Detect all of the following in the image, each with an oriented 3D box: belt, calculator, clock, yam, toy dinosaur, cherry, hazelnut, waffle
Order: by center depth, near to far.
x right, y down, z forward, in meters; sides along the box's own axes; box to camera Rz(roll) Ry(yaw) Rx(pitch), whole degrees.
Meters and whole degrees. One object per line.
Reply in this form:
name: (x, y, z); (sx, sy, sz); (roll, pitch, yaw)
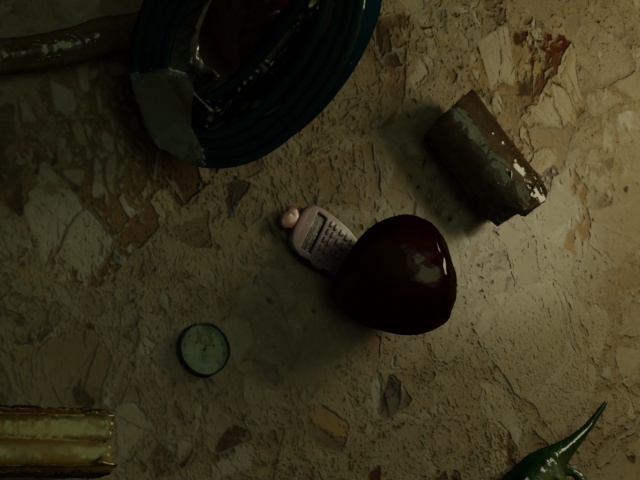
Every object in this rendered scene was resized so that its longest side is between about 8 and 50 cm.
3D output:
waffle: (-0.429, 0.255, 1.356); (0.308, 0.213, 0.091); (6, 76, -30)
belt: (-0.099, -0.308, 1.593); (0.300, 0.436, 0.173); (40, 20, 0)
yam: (-0.386, -0.293, 1.631); (0.300, 0.066, 0.066); (-19, 86, -33)
clock: (-0.177, 0.165, 1.644); (0.085, 0.017, 0.085); (9, 72, -28)
cherry: (-0.096, -0.367, 1.752); (0.250, 0.192, 0.175); (40, 31, -12)
hazelnut: (0.117, 0.064, 1.756); (0.208, 0.208, 0.208); (9, 71, -28)
calculator: (0.000, 0.000, 1.793); (0.166, 0.024, 0.103); (36, 61, -19)
toy dinosaur: (0.318, 0.386, 1.839); (0.301, 0.087, 0.447); (39, 58, -7)
yam: (0.297, -0.144, 1.950); (0.129, 0.128, 0.238); (-40, 92, 2)
